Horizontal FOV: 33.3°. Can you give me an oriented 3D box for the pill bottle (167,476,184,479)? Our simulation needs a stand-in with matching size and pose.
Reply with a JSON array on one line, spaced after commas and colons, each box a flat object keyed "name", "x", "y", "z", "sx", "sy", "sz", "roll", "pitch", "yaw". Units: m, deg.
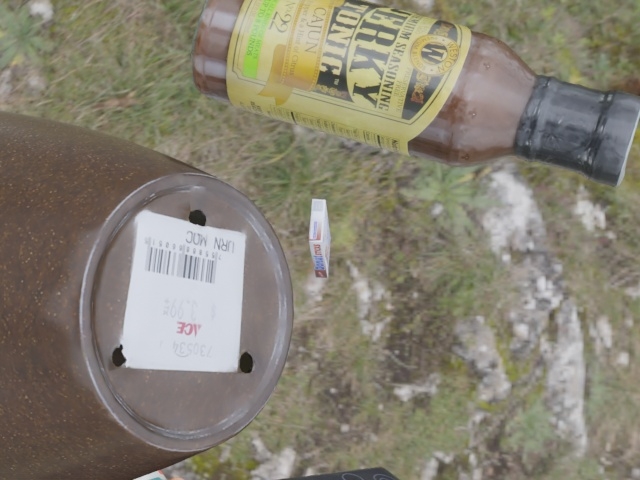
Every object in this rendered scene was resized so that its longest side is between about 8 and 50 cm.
[{"name": "pill bottle", "x": -0.262, "y": 0.369, "z": 1.286, "sx": 0.245, "sy": 0.130, "sz": 0.130, "roll": -25, "pitch": 104, "yaw": 10}]

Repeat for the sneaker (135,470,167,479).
[{"name": "sneaker", "x": -0.200, "y": 0.217, "z": 0.941, "sx": 0.057, "sy": 0.075, "sz": 0.161, "roll": -51, "pitch": 150, "yaw": 21}]

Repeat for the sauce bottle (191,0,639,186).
[{"name": "sauce bottle", "x": 0.073, "y": -0.122, "z": 0.835, "sx": 0.344, "sy": 0.111, "sz": 0.111, "roll": 15, "pitch": 76, "yaw": 13}]

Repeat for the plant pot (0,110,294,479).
[{"name": "plant pot", "x": -0.130, "y": 0.030, "z": 0.486, "sx": 0.215, "sy": 0.230, "sz": 0.215, "roll": 4, "pitch": 84, "yaw": -46}]

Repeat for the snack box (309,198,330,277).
[{"name": "snack box", "x": 0.000, "y": 0.000, "z": 1.566, "sx": 0.022, "sy": 0.178, "sz": 0.064, "roll": 2, "pitch": 72, "yaw": 4}]

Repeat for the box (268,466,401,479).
[{"name": "box", "x": -0.027, "y": 0.235, "z": 0.587, "sx": 0.270, "sy": 0.165, "sz": 0.143, "roll": 4, "pitch": 109, "yaw": -42}]
